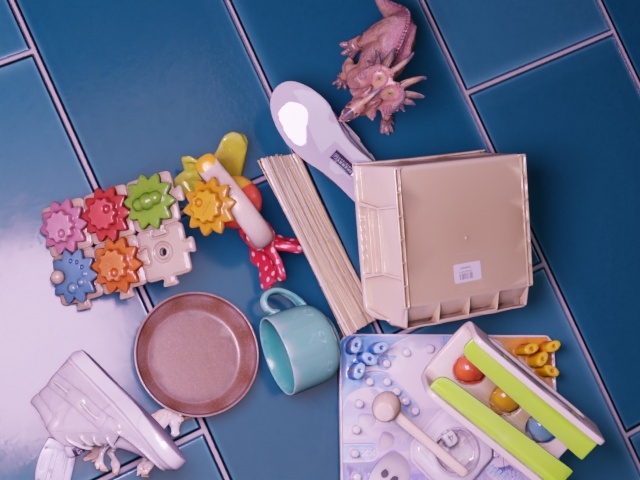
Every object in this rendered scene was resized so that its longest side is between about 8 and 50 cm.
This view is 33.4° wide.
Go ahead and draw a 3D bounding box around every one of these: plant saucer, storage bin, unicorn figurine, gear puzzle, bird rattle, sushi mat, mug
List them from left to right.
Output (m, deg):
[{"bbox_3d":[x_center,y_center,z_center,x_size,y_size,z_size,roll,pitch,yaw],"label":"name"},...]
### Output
[{"bbox_3d":[-0.276,-0.008,1.601,0.338,0.044,0.176,-15,85,21],"label":"gear puzzle"},{"bbox_3d":[-0.277,0.306,1.638,0.161,0.060,0.111,10,68,-7],"label":"unicorn figurine"},{"bbox_3d":[-0.197,0.181,1.685,0.198,0.036,0.199,5,74,-17],"label":"plant saucer"},{"bbox_3d":[-0.132,-0.044,1.670,0.143,0.207,0.254,-29,80,0],"label":"bird rattle"},{"bbox_3d":[-0.028,0.156,1.686,0.097,0.129,0.158,-18,113,-21],"label":"mug"},{"bbox_3d":[0.000,0.000,1.729,0.019,0.151,0.317,-27,89,25],"label":"sushi mat"},{"bbox_3d":[0.203,-0.008,1.733,0.262,0.123,0.261,-8,98,-29],"label":"storage bin"}]

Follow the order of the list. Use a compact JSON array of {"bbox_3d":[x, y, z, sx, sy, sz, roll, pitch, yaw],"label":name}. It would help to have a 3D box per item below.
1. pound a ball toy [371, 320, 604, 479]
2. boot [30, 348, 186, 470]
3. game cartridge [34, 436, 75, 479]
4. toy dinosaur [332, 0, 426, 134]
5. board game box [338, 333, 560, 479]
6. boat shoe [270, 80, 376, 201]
[{"bbox_3d":[0.260,0.279,1.714,0.319,0.136,0.208,39,99,-6],"label":"pound a ball toy"},{"bbox_3d":[-0.320,0.284,1.586,0.258,0.095,0.123,38,79,29],"label":"boot"},{"bbox_3d":[-0.404,0.344,1.624,0.056,0.017,0.083,16,77,-15],"label":"game cartridge"},{"bbox_3d":[0.109,-0.303,1.764,0.127,0.200,0.296,16,76,-11],"label":"toy dinosaur"},{"bbox_3d":[0.225,0.350,1.770,0.389,0.050,0.390,2,81,-15],"label":"board game box"},{"bbox_3d":[0.020,-0.158,1.776,0.267,0.088,0.096,41,95,-8],"label":"boat shoe"}]
